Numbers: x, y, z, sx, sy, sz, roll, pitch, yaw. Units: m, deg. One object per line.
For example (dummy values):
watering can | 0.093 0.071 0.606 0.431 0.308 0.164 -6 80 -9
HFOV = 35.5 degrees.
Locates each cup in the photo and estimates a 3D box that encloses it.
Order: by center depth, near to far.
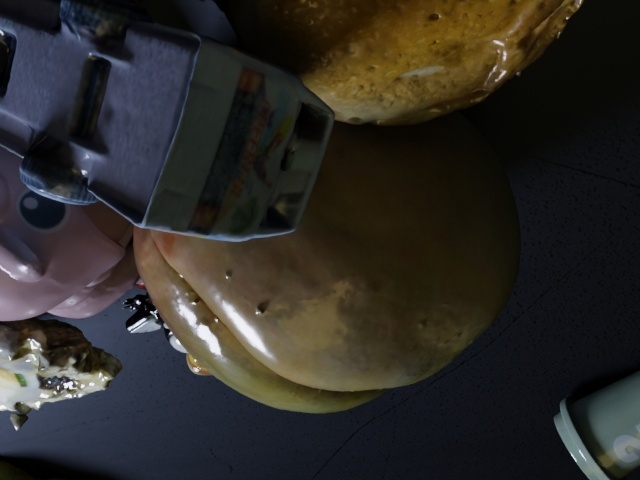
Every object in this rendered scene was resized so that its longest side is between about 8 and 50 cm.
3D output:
cup | 0.353 0.208 1.142 0.141 0.120 0.120 -35 132 17

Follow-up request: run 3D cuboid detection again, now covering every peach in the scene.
peach | -0.001 0.001 0.762 0.292 0.248 0.292 11 157 5

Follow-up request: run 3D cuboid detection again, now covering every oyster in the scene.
oyster | -0.364 0.097 0.945 0.354 0.107 0.201 10 149 -7

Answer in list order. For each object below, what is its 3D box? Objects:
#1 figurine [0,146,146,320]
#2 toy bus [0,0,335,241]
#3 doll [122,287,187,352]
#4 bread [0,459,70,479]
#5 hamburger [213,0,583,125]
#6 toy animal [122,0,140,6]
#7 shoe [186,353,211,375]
figurine | -0.228 -0.014 0.825 0.176 0.186 0.287 31 168 17
toy bus | -0.146 -0.095 0.605 0.136 0.329 0.109 9 103 -48
doll | -0.077 0.059 0.930 0.219 0.067 0.091 -3 152 -30
bread | -0.360 0.386 1.272 0.233 0.088 0.161 28 93 -36
hamburger | 0.042 -0.198 0.588 0.244 0.163 0.244 -8 141 -6
toy animal | -0.176 -0.204 0.630 0.188 0.089 0.179 2 156 -15
shoe | -0.079 0.107 1.013 0.109 0.072 0.069 6 145 -11
